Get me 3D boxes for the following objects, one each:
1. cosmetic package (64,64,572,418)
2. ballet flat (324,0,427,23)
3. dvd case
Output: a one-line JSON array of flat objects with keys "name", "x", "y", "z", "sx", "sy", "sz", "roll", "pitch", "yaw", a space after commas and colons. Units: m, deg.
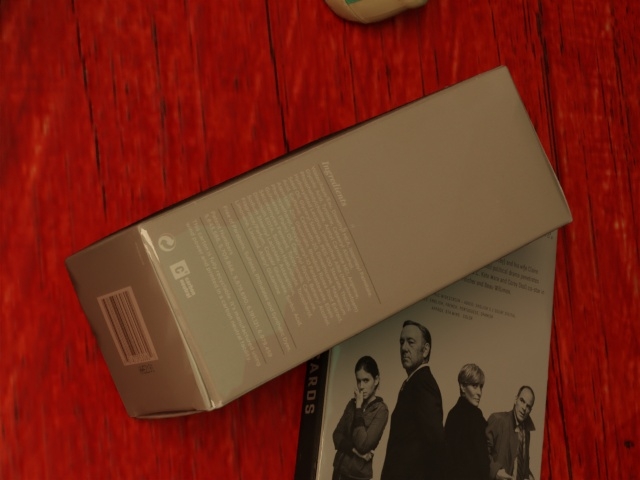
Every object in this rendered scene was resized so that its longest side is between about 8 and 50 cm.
[{"name": "cosmetic package", "x": 0.000, "y": 0.000, "z": 0.760, "sx": 0.238, "sy": 0.127, "sz": 0.107, "roll": -22, "pitch": 91, "yaw": -26}, {"name": "ballet flat", "x": 0.081, "y": -0.235, "z": 0.912, "sx": 0.086, "sy": 0.086, "sz": 0.248, "roll": 42, "pitch": 60, "yaw": -24}, {"name": "dvd case", "x": 0.070, "y": 0.074, "z": 0.883, "sx": 0.179, "sy": 0.029, "sz": 0.239, "roll": 17, "pitch": 72, "yaw": -34}]
